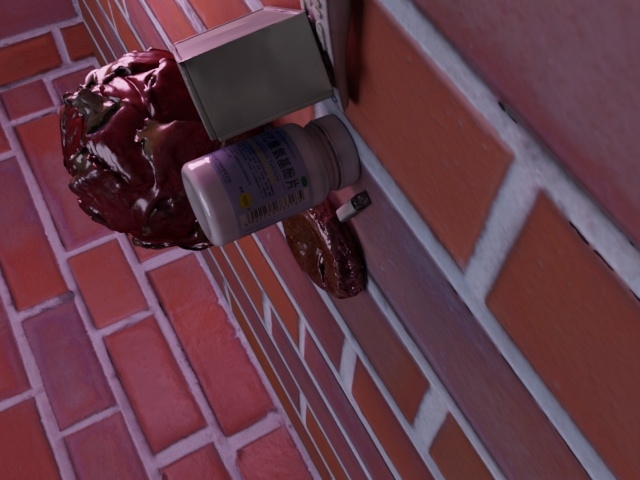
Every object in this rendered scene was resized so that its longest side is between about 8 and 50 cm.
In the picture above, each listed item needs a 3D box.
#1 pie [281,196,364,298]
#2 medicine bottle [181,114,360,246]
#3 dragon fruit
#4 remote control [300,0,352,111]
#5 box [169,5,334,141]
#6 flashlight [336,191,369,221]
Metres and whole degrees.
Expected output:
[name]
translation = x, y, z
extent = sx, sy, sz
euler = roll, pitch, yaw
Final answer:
[pie]
translation = 0.000, 0.000, 0.983
extent = 0.182, 0.050, 0.182
euler = 50, 157, 30
[medicine bottle]
translation = -0.056, -0.073, 0.805
extent = 0.102, 0.187, 0.102
euler = 57, 162, 30
[dragon fruit]
translation = -0.228, -0.136, 1.071
extent = 0.329, 0.329, 0.329
euler = 56, 161, 30
[remote control]
translation = 0.009, -0.218, 0.659
extent = 0.073, 0.044, 0.229
euler = 60, 172, 30
[box]
translation = -0.083, -0.187, 0.755
extent = 0.225, 0.130, 0.086
euler = -124, 12, -66
[flashlight]
translation = 0.039, -0.040, 0.855
extent = 0.018, 0.018, 0.083
euler = 65, 164, 4
